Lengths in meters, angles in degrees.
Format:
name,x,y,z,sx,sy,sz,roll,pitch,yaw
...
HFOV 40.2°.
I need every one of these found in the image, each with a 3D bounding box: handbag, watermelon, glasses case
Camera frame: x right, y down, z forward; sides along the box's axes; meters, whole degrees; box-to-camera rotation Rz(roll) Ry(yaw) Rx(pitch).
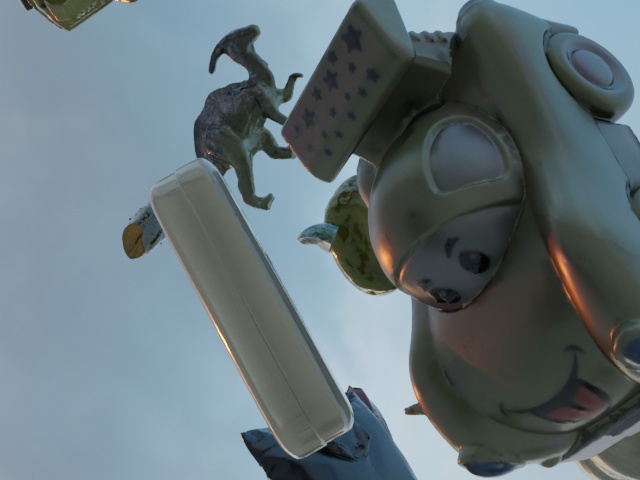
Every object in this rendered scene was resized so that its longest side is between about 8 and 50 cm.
name,x,y,z,sx,sy,sz,roll,pitch,yaw
handbag,0.034,0.293,1.099,0.211,0.254,0.088,50,-61,23
watermelon,0.000,0.000,1.652,0.085,0.085,0.061,-5,-65,35
glasses case,-0.043,0.041,0.551,0.196,0.050,0.083,60,-4,11

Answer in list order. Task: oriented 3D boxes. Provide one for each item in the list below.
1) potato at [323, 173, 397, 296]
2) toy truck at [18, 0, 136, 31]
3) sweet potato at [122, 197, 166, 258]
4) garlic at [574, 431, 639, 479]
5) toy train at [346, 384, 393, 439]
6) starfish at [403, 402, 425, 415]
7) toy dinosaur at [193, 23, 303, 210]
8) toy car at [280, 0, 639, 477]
name,x,y,z,sx,sy,sz,roll,pitch,yaw
potato,0.097,-0.010,1.768,0.228,0.197,0.148,53,-27,-19
toy truck,-0.370,-0.543,1.584,0.254,0.405,0.180,47,-15,35
sweet potato,-0.306,-0.041,1.626,0.077,0.243,0.077,3,-64,7
garlic,0.384,0.134,0.929,0.203,0.281,0.185,13,-10,-25
toy train,0.039,0.413,1.337,0.089,0.086,0.409,6,-68,-19
starfish,0.293,0.335,1.864,0.231,0.295,0.048,6,-33,-1
toy dinosaur,-0.113,-0.179,1.351,0.162,0.077,0.294,19,-84,12
toy car,0.128,-0.010,0.679,0.226,0.336,0.242,5,-37,-28
